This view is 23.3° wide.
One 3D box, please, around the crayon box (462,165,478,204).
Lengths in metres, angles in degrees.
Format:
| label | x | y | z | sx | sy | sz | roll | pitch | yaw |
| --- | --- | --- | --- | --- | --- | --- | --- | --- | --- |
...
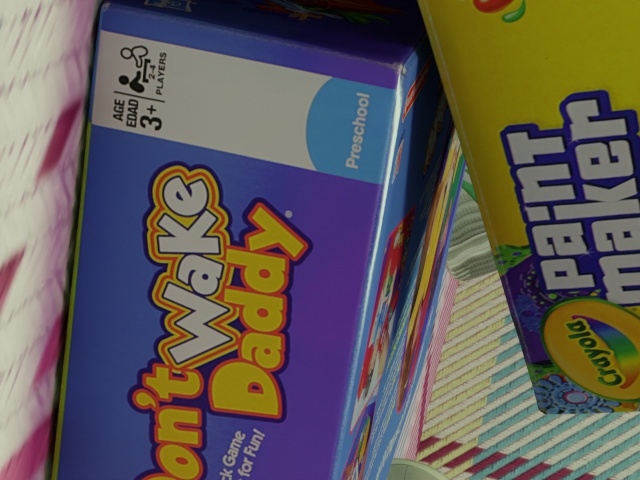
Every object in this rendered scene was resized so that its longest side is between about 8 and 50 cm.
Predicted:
| label | x | y | z | sx | sy | sz | roll | pitch | yaw |
| --- | --- | --- | --- | --- | --- | --- | --- | --- | --- |
| crayon box | 0.153 | -0.193 | 1.025 | 0.363 | 0.106 | 0.313 | 32 | 69 | -69 |

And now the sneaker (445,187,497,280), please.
| label | x | y | z | sx | sy | sz | roll | pitch | yaw |
| --- | --- | --- | --- | --- | --- | --- | --- | --- | --- |
| sneaker | 0.127 | -0.050 | 1.502 | 0.281 | 0.105 | 0.115 | 69 | 0 | -70 |

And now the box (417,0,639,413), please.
| label | x | y | z | sx | sy | sz | roll | pitch | yaw |
| --- | --- | --- | --- | --- | --- | --- | --- | --- | --- |
| box | 0.128 | -0.144 | 0.461 | 0.290 | 0.177 | 0.279 | 67 | 23 | -48 |

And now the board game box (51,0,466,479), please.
| label | x | y | z | sx | sy | sz | roll | pitch | yaw |
| --- | --- | --- | --- | --- | --- | --- | --- | --- | --- |
| board game box | 0.000 | 0.000 | 0.567 | 0.347 | 0.078 | 0.233 | -59 | 160 | -68 |

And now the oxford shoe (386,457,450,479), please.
| label | x | y | z | sx | sy | sz | roll | pitch | yaw |
| --- | --- | --- | --- | --- | --- | --- | --- | --- | --- |
| oxford shoe | 0.045 | 0.404 | 1.273 | 0.130 | 0.169 | 0.449 | -56 | 150 | -78 |
